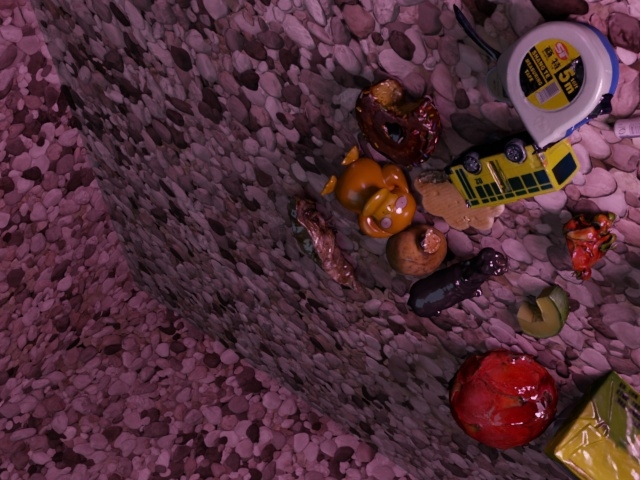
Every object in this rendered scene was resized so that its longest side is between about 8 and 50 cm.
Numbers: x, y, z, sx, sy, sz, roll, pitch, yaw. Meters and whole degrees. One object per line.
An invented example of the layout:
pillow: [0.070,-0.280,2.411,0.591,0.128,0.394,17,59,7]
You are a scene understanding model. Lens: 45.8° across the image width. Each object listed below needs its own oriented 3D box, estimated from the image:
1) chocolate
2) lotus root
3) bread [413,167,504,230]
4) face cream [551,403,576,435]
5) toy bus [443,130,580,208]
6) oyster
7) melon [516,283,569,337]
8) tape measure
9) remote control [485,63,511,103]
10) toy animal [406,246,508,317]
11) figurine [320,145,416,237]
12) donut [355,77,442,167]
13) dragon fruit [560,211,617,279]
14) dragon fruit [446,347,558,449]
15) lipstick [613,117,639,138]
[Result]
chocolate: [0.776,0.550,1.995,0.301,0.289,0.137,42,161,4]
lotus root: [0.265,0.027,2.097,0.257,0.154,0.140,170,81,-75]
bread: [0.357,-0.104,1.922,0.251,0.039,0.182,1,131,49]
face cream: [0.740,0.545,2.204,0.117,0.104,0.117,32,149,22]
toy bus: [0.417,-0.160,1.667,0.262,0.128,0.150,-13,111,53]
oyster: [-0.004,0.005,2.468,0.396,0.111,0.204,58,165,-24]
melon: [0.588,0.191,1.990,0.118,0.064,0.209,44,153,-2]
tape measure: [0.414,-0.363,1.444,0.215,0.098,0.351,-37,77,41]
remote control: [0.450,-0.313,1.537,0.244,0.047,0.087,18,139,36]
toy animal: [0.379,0.106,2.037,0.343,0.168,0.106,-38,63,44]
figurine: [0.142,-0.125,2.049,0.228,0.215,0.215,46,155,34]
donut: [0.197,-0.286,1.834,0.230,0.096,0.216,20,145,35]
dragon fruit: [0.594,0.009,1.695,0.175,0.142,0.138,-36,63,40]
dragon fruit: [0.526,0.450,2.181,0.301,0.295,0.295,-20,113,41]
lipstick: [0.631,-0.217,1.442,0.141,0.040,0.040,2,130,49]
